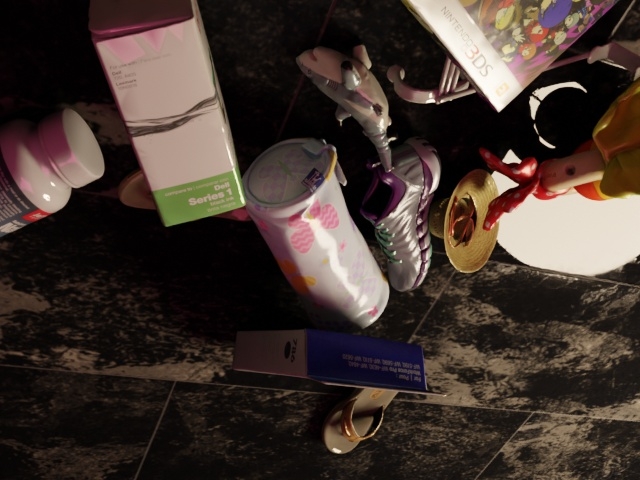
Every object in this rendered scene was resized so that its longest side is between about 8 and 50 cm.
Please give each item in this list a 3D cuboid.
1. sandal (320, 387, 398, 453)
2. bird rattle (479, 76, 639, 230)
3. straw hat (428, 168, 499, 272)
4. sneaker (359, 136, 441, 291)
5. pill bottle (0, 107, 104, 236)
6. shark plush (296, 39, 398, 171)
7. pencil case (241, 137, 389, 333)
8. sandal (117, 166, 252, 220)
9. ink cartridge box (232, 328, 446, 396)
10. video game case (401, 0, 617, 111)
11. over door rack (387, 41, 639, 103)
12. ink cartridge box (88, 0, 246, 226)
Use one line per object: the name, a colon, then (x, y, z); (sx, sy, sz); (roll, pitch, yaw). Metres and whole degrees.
sandal: (0.073, 0.290, 1.338); (0.090, 0.060, 0.219); (19, 125, -29)
bird rattle: (0.327, -0.078, 0.994); (0.207, 0.143, 0.253); (-2, 160, -47)
straw hat: (0.174, -0.028, 1.058); (0.061, 0.144, 0.144); (8, 149, 39)
sneaker: (0.084, -0.022, 1.019); (0.098, 0.083, 0.223); (-18, 128, -26)
pill bottle: (-0.330, -0.067, 0.863); (0.180, 0.108, 0.108); (-23, 134, 8)
shark plush: (0.041, -0.151, 0.904); (0.067, 0.073, 0.161); (-22, 127, 27)
pencil case: (0.000, 0.000, 1.011); (0.124, 0.113, 0.273); (-51, 139, -25)
sandal: (-0.149, -0.049, 0.968); (0.180, 0.049, 0.072); (10, 129, -23)
ink cartridge box: (0.012, 0.155, 1.058); (0.165, 0.065, 0.333); (11, 171, -23)
video game case: (0.192, -0.250, 0.710); (0.232, 0.042, 0.210); (-43, 141, 11)
over door rack: (0.230, -0.273, 0.828); (0.324, 0.108, 0.239); (-11, 136, -24)
ink cartridge box: (-0.147, -0.151, 0.794); (0.093, 0.160, 0.219); (-14, 135, -3)
